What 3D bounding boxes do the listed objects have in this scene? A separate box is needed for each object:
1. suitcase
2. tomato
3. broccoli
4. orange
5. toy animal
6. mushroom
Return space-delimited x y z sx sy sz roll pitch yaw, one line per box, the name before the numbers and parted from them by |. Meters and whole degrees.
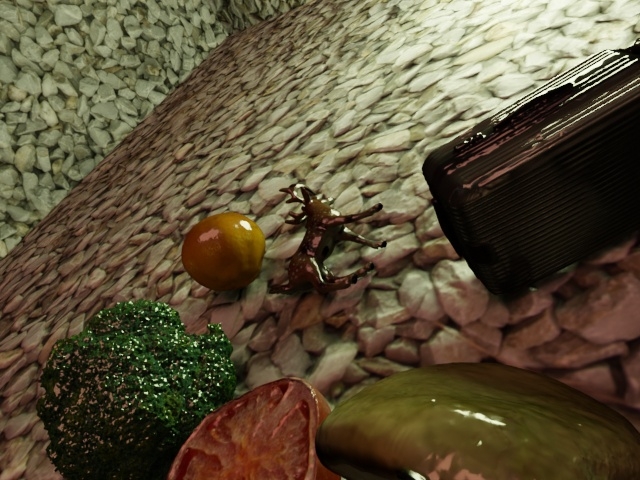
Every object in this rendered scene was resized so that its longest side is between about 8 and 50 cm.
suitcase | 0.291 -0.081 0.598 0.312 0.202 0.128 -29 34 8
tomato | -0.067 0.276 0.573 0.236 0.095 0.237 -27 34 20
broccoli | -0.254 0.220 0.714 0.241 0.261 0.269 170 103 -68
orange | -0.173 0.025 0.922 0.159 0.159 0.136 -29 71 9
toy animal | -0.008 -0.014 0.880 0.259 0.087 0.243 4 48 39
mushroom | 0.144 0.170 0.408 0.212 0.217 0.292 -44 34 -18
